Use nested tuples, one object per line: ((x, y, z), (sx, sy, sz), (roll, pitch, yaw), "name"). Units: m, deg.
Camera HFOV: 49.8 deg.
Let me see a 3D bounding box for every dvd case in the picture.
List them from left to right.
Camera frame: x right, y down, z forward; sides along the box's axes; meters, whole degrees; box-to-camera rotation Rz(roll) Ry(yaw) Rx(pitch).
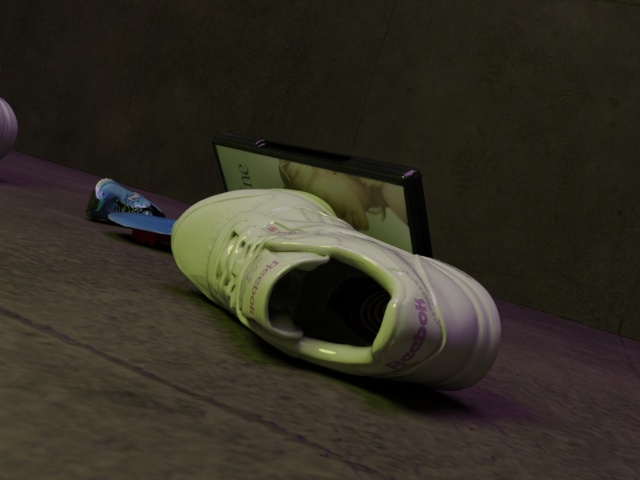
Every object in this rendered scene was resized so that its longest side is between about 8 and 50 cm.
((0.000, 0.000, 0.633), (0.022, 0.180, 0.253), (-32, 33, -33), "dvd case")

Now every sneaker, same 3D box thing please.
((-0.288, -0.050, 1.045), (0.073, 0.063, 0.162), (20, 3, 18), "sneaker")
((-0.024, 0.017, 0.511), (0.305, 0.114, 0.152), (18, 1, 38), "sneaker")

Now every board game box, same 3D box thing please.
((-0.198, -0.003, 0.914), (0.169, 0.033, 0.133), (11, 8, -7), "board game box")

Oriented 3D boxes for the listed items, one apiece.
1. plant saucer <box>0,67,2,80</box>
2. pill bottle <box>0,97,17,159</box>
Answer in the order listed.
((-0.753, -0.312, 1.149), (0.401, 0.100, 0.400), (-7, 2, 0), "plant saucer")
((-0.609, -0.196, 1.098), (0.161, 0.160, 0.283), (16, 2, 0), "pill bottle")
